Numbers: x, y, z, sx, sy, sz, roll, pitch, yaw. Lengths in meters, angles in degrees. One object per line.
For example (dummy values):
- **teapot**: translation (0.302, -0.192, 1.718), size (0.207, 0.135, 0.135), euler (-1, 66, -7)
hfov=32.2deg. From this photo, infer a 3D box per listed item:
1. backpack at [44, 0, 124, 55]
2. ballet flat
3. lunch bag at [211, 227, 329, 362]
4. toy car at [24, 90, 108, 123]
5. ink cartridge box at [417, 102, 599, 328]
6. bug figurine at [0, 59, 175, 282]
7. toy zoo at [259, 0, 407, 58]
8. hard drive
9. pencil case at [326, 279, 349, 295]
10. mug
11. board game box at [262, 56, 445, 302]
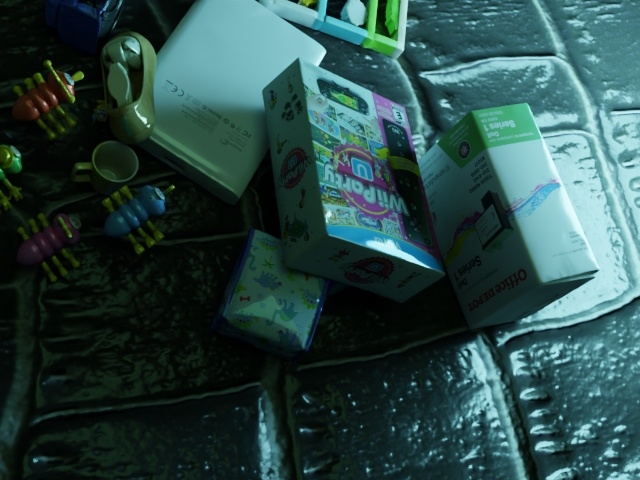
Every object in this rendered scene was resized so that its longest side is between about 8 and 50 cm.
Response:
- **backpack**: translation (-0.330, -0.348, 1.582), size (0.101, 0.098, 0.120), euler (26, 58, -8)
- **ballet flat**: translation (-0.266, -0.232, 1.528), size (0.080, 0.073, 0.232), euler (-20, 49, 4)
- **lunch bag**: translation (-0.062, 0.071, 1.507), size (0.129, 0.096, 0.151), euler (22, 68, -10)
- **toy car**: translation (-0.347, -0.178, 1.519), size (0.122, 0.060, 0.040), euler (6, 96, -16)
- **ink cartridge box**: translation (0.266, -0.032, 1.655), size (0.117, 0.201, 0.278), euler (-11, 72, -29)
- **bug figurine**: translation (-0.334, -0.079, 1.417), size (0.216, 0.072, 0.279), euler (-39, 88, -5)
- **toy zoo**: translation (0.008, -0.427, 1.825), size (0.293, 0.030, 0.192), euler (17, 60, -18)
- **hard drive**: translation (-0.145, -0.228, 1.648), size (0.210, 0.040, 0.319), euler (33, 57, -8)
- **pencil case**: translation (0.000, 0.000, 1.594), size (0.070, 0.064, 0.152), euler (-14, 72, -42)
- **mug**: translation (-0.291, -0.096, 1.499), size (0.078, 0.064, 0.062), euler (25, 58, -12)
- **board game box**: translation (0.043, -0.084, 1.573), size (0.224, 0.097, 0.303), euler (18, 50, -37)
